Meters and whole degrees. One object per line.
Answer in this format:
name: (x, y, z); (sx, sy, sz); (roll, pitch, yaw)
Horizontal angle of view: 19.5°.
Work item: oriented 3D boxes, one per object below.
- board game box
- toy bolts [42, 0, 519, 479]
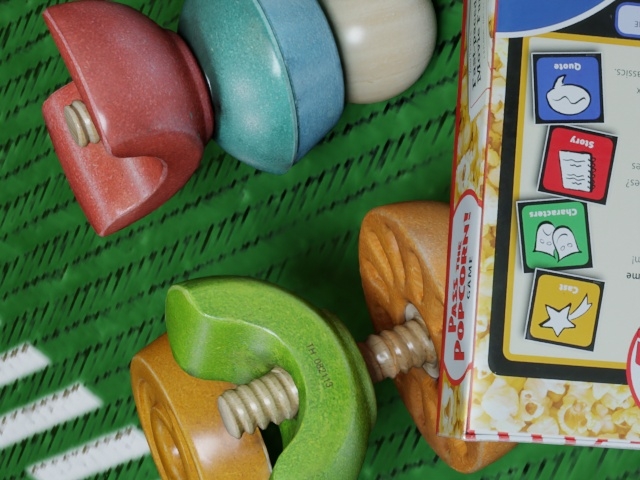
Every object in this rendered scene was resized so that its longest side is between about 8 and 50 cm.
board game box: (0.118, -0.026, 0.615); (0.045, 0.146, 0.194); (154, 121, -81)
toy bolts: (0.000, 0.000, 0.743); (0.228, 0.158, 0.218); (65, 162, 14)
